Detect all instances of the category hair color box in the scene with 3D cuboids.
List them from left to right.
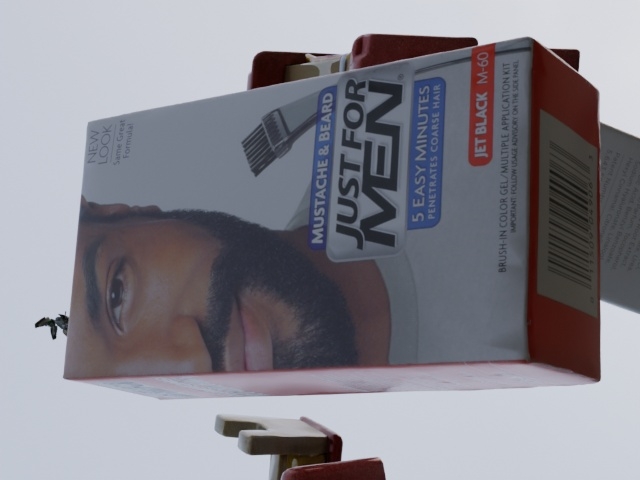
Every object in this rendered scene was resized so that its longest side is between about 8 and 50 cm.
[{"bbox_3d":[0.000,0.000,0.410,0.053,0.167,0.093,21,-113,-52],"label":"hair color box"}]

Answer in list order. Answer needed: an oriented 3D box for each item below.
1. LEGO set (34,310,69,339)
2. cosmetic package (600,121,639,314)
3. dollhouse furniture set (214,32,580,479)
[{"bbox_3d":[-0.171,0.071,0.982,0.083,0.054,0.023,31,-118,-25],"label":"LEGO set"},{"bbox_3d":[0.161,-0.006,0.673,0.231,0.117,0.085,20,-86,-17],"label":"cosmetic package"},{"bbox_3d":[0.039,0.053,0.878,0.152,0.201,0.374,4,-86,-23],"label":"dollhouse furniture set"}]
